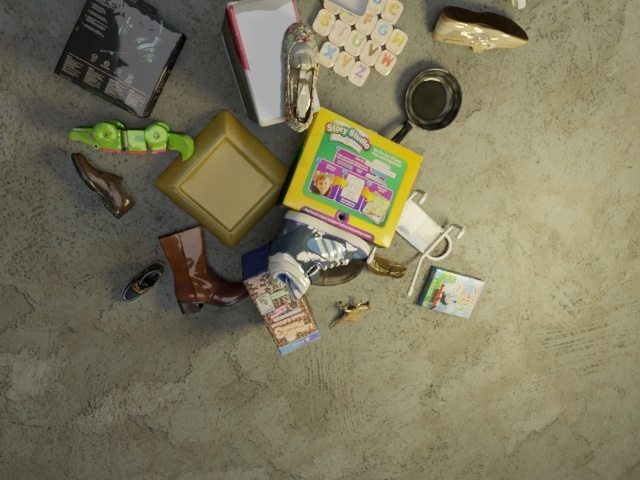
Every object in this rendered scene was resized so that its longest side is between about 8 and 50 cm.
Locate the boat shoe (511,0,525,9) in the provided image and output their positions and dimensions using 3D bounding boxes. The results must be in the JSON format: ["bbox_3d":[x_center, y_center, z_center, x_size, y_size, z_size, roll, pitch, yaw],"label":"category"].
[{"bbox_3d":[0.551,-0.828,1.441,0.088,0.096,0.267,-18,120,25],"label":"boat shoe"}]

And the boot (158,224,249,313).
[{"bbox_3d":[-0.373,0.083,1.579,0.265,0.096,0.280,-11,103,0],"label":"boot"}]

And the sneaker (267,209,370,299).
[{"bbox_3d":[-0.012,0.070,1.406,0.323,0.130,0.236,24,80,-34],"label":"sneaker"}]

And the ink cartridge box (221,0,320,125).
[{"bbox_3d":[-0.145,-0.470,1.265,0.161,0.384,0.279,-18,110,-8],"label":"ink cartridge box"}]

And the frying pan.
[{"bbox_3d":[0.341,-0.398,1.558,0.198,0.053,0.325,19,103,-17],"label":"frying pan"}]

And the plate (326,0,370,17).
[{"bbox_3d":[0.041,-0.820,1.354,0.278,0.045,0.277,17,97,-15],"label":"plate"}]

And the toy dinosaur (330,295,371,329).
[{"bbox_3d":[0.104,0.265,1.733,0.183,0.053,0.092,-30,112,0],"label":"toy dinosaur"}]

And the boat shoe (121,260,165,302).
[{"bbox_3d":[-0.585,0.145,1.541,0.183,0.083,0.065,-44,110,5],"label":"boat shoe"}]

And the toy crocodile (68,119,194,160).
[{"bbox_3d":[-0.546,-0.294,1.386,0.341,0.115,0.105,0,109,-11],"label":"toy crocodile"}]

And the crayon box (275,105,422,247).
[{"bbox_3d":[0.090,-0.185,1.454,0.363,0.106,0.312,22,84,-17],"label":"crayon box"}]

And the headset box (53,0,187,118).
[{"bbox_3d":[-0.537,-0.522,1.304,0.247,0.131,0.282,26,101,-17],"label":"headset box"}]

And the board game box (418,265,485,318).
[{"bbox_3d":[0.496,0.198,1.794,0.212,0.039,0.160,15,104,-16],"label":"board game box"}]

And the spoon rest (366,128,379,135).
[{"bbox_3d":[0.077,-0.265,1.536,0.277,0.084,0.137,-22,111,-2],"label":"spoon rest"}]

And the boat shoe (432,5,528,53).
[{"bbox_3d":[0.502,-0.649,1.492,0.303,0.109,0.098,5,146,-13],"label":"boat shoe"}]

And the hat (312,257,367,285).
[{"bbox_3d":[0.000,0.000,1.567,0.332,0.134,0.330,1,87,-29],"label":"hat"}]

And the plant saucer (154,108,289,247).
[{"bbox_3d":[-0.291,-0.179,1.495,0.332,0.081,0.333,-46,110,5],"label":"plant saucer"}]

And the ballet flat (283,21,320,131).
[{"bbox_3d":[-0.039,-0.368,1.075,0.091,0.077,0.240,-5,107,-13],"label":"ballet flat"}]

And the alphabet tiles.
[{"bbox_3d":[0.122,-0.637,1.455,0.284,0.021,0.277,26,101,-17],"label":"alphabet tiles"}]

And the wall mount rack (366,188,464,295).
[{"bbox_3d":[0.317,0.002,1.645,0.350,0.130,0.304,39,97,-19],"label":"wall mount rack"}]

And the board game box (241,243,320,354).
[{"bbox_3d":[-0.134,0.180,1.562,0.141,0.232,0.290,-24,110,-2],"label":"board game box"}]

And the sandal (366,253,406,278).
[{"bbox_3d":[0.232,0.091,1.707,0.180,0.049,0.072,18,110,-31],"label":"sandal"}]

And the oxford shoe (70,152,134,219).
[{"bbox_3d":[-0.654,-0.180,1.433,0.096,0.083,0.227,-42,113,-15],"label":"oxford shoe"}]
